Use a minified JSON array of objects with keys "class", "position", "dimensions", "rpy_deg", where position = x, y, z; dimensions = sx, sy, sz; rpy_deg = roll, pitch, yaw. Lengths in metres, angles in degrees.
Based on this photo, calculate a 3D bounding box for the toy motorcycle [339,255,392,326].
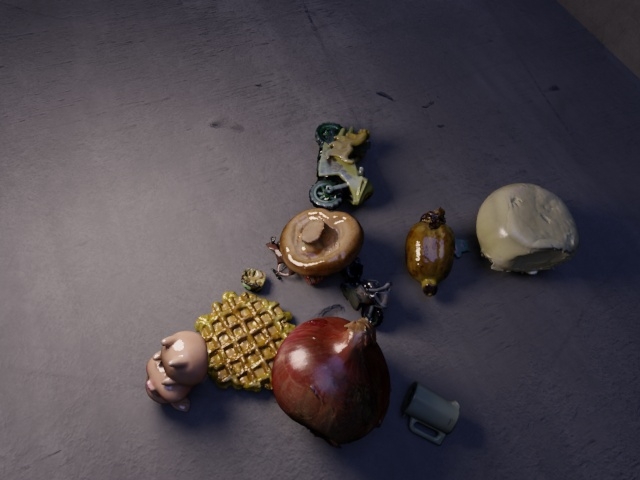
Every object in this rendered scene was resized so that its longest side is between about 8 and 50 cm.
[{"class":"toy motorcycle","position":[0.145,0.145,1.419],"dimensions":[0.106,0.159,0.271],"rpy_deg":[-9,63,-36]}]

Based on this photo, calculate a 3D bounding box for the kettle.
[{"class":"kettle","position":[0.321,0.507,1.279],"dimensions":[0.148,0.098,0.127],"rpy_deg":[29,56,4]}]

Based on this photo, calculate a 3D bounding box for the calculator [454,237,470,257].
[{"class":"calculator","position":[0.486,0.023,1.606],"dimensions":[0.141,0.019,0.094],"rpy_deg":[-3,60,-9]}]

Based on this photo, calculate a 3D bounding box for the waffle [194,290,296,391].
[{"class":"waffle","position":[-0.230,0.308,1.328],"dimensions":[0.324,0.068,0.302],"rpy_deg":[14,60,2]}]

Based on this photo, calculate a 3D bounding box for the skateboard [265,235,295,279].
[{"class":"skateboard","position":[-0.141,0.064,1.475],"dimensions":[0.080,0.067,0.151],"rpy_deg":[-39,65,7]}]

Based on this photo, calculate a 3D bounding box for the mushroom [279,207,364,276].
[{"class":"mushroom","position":[0.000,0.000,1.415],"dimensions":[0.278,0.146,0.278],"rpy_deg":[-7,52,9]}]

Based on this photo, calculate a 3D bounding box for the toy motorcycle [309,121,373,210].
[{"class":"toy motorcycle","position":[0.082,-0.282,1.632],"dimensions":[0.236,0.169,0.410],"rpy_deg":[6,61,-6]}]

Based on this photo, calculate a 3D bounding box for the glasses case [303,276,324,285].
[{"class":"glasses case","position":[-0.048,0.066,1.493],"dimensions":[0.073,0.049,0.195],"rpy_deg":[-19,66,-18]}]

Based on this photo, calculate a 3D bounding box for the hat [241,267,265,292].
[{"class":"hat","position":[-0.223,0.136,1.428],"dimensions":[0.077,0.059,0.076],"rpy_deg":[15,45,-5]}]

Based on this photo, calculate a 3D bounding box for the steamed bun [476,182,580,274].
[{"class":"steamed bun","position":[0.716,-0.038,1.552],"dimensions":[0.333,0.233,0.312],"rpy_deg":[12,58,-11]}]

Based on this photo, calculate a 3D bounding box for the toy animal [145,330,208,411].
[{"class":"toy animal","position":[-0.392,0.350,1.190],"dimensions":[0.154,0.250,0.167],"rpy_deg":[6,45,-42]}]

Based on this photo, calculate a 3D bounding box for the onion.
[{"class":"onion","position":[0.040,0.382,1.210],"dimensions":[0.353,0.354,0.354],"rpy_deg":[3,61,-6]}]

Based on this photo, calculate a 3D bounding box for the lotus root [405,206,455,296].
[{"class":"lotus root","position":[0.379,0.043,1.513],"dimensions":[0.169,0.141,0.314],"rpy_deg":[9,73,4]}]
